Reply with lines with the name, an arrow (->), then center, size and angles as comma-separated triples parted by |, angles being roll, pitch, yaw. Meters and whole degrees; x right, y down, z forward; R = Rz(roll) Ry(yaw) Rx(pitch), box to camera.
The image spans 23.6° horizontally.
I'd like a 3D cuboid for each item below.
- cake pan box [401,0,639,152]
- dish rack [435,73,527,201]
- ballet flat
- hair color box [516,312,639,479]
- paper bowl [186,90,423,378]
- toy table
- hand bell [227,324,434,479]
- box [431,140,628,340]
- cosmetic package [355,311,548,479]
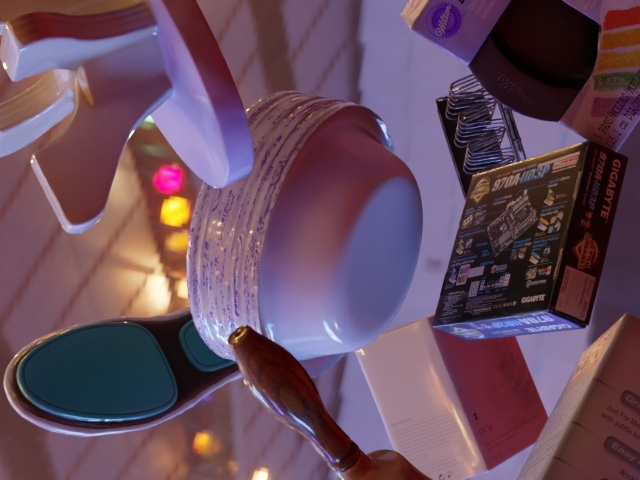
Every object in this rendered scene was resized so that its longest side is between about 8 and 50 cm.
cake pan box -> 0.244, -0.245, 1.445 | 0.267, 0.246, 0.070 | -55, 12, 14
dish rack -> 0.206, -0.109, 1.858 | 0.271, 0.074, 0.208 | 74, 178, -82
ballet flat -> -0.192, 0.150, 1.763 | 0.400, 0.139, 0.139 | -17, -60, -38
hair color box -> 0.250, 0.270, 1.322 | 0.374, 0.185, 0.113 | -57, -3, -27
paper bowl -> 0.000, 0.000, 1.533 | 0.284, 0.148, 0.284 | -37, -46, -49
toy table -> -0.191, -0.145, 1.259 | 0.161, 0.274, 0.252 | -26, -18, -21
hand bell -> 0.010, 0.149, 1.098 | 0.242, 0.126, 0.126 | 51, -134, -25
box -> 0.203, 0.006, 1.520 | 0.220, 0.051, 0.175 | -16, 54, 63
cosmetic package -> 0.190, 0.209, 2.140 | 0.224, 0.138, 0.224 | -15, -99, -58
